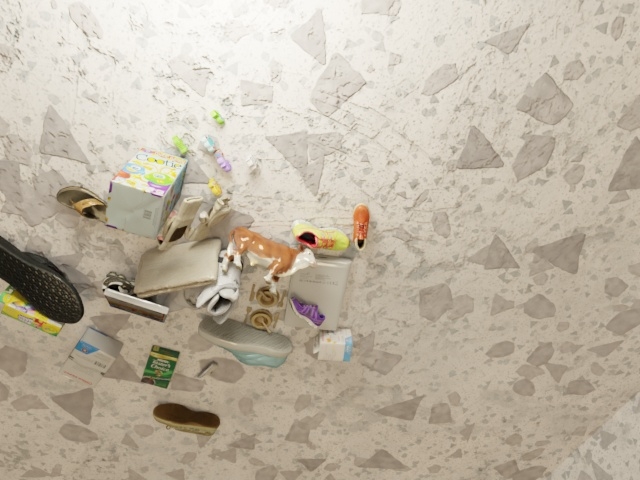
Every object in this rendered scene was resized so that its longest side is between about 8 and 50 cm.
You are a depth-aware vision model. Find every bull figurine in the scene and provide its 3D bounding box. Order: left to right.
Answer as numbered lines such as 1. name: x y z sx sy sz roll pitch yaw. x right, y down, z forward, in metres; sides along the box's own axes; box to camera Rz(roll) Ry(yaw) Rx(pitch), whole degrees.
1. bull figurine: -0.170 0.063 1.537 0.310 0.188 0.101 22 142 5

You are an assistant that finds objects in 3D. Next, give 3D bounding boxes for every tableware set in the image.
1. tableware set: -0.208 0.259 1.739 0.128 0.039 0.194 12 119 -9

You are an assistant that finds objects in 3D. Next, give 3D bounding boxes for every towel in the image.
1. towel: -0.467 0.090 1.542 0.282 0.187 0.049 -10 136 4

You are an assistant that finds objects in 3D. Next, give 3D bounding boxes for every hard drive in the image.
1. hard drive: -0.015 0.191 1.706 0.202 0.040 0.308 7 120 -6

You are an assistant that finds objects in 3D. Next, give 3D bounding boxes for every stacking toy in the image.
1. stacking toy: -0.318 -0.263 1.422 0.167 0.052 0.221 -30 116 14

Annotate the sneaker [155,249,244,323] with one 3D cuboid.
1. sneaker: -0.416 0.191 1.583 0.365 0.210 0.137 -29 130 13

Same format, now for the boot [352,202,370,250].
1. boot: 0.136 -0.044 1.551 0.059 0.085 0.158 0 119 0

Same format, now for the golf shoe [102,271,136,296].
1. golf shoe: -0.664 0.173 1.642 0.198 0.094 0.077 9 118 -9

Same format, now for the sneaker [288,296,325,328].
1. sneaker: -0.049 0.249 1.691 0.071 0.068 0.170 -45 122 5

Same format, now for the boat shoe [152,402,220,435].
1. boat shoe: -0.576 0.774 1.990 0.285 0.105 0.089 21 115 -15

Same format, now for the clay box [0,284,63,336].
1. clay box: -1.001 0.236 1.644 0.222 0.127 0.053 30 114 -18

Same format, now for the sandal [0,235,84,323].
1. sandal: -0.978 0.107 1.598 0.445 0.107 0.167 42 113 -9

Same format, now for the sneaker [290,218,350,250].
1. sneaker: 0.000 0.000 1.564 0.208 0.094 0.082 13 117 -12

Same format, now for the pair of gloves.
1. pair of gloves: -0.379 -0.056 1.453 0.042 0.240 0.204 48 113 13

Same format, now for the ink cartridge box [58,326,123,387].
1. ink cartridge box: -0.882 0.453 1.800 0.148 0.086 0.203 34 114 -20

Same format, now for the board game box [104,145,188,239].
1. board game box: -0.495 -0.146 1.353 0.142 0.275 0.144 17 118 -10

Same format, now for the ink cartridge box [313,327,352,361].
1. ink cartridge box: 0.044 0.398 1.800 0.143 0.092 0.090 4 120 -5

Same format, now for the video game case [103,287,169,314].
1. video game case: -0.628 0.229 1.610 0.204 0.025 0.285 21 158 -14

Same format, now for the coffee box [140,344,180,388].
1. coffee box: -0.640 0.506 1.866 0.113 0.040 0.184 21 118 -14

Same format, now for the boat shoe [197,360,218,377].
1. boat shoe: -0.454 0.529 1.893 0.100 0.035 0.035 -42 111 13

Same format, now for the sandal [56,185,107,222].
1. sandal: -0.733 -0.098 1.497 0.219 0.060 0.090 34 113 -20

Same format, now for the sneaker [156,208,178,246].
1. sneaker: -0.504 -0.037 1.537 0.051 0.070 0.134 21 116 -12

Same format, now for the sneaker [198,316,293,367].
1. sneaker: -0.297 0.409 1.770 0.365 0.135 0.150 21 114 -13
